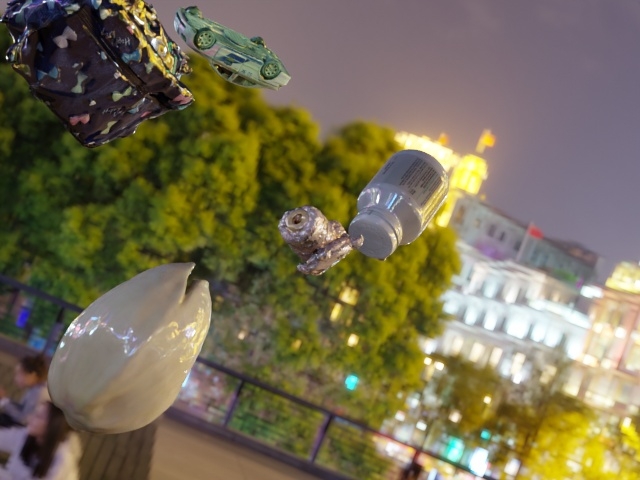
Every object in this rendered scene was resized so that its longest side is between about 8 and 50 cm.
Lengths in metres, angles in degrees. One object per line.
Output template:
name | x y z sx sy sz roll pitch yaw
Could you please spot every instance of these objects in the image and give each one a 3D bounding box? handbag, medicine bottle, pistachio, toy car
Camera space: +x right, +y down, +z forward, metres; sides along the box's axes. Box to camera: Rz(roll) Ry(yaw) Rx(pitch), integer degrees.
handbag | -0.252 -0.210 1.215 0.162 0.113 0.260 -22 -27 9
medicine bottle | 0.141 -0.064 1.952 0.135 0.215 0.135 21 -43 21
pistachio | -0.302 0.174 1.718 0.208 0.332 0.226 38 -2 1
toy car | -0.155 -0.315 1.766 0.224 0.076 0.090 19 29 -37

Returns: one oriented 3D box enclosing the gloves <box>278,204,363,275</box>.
gloves | -0.009 0.001 1.727 0.144 0.094 0.110 25 -48 -39
